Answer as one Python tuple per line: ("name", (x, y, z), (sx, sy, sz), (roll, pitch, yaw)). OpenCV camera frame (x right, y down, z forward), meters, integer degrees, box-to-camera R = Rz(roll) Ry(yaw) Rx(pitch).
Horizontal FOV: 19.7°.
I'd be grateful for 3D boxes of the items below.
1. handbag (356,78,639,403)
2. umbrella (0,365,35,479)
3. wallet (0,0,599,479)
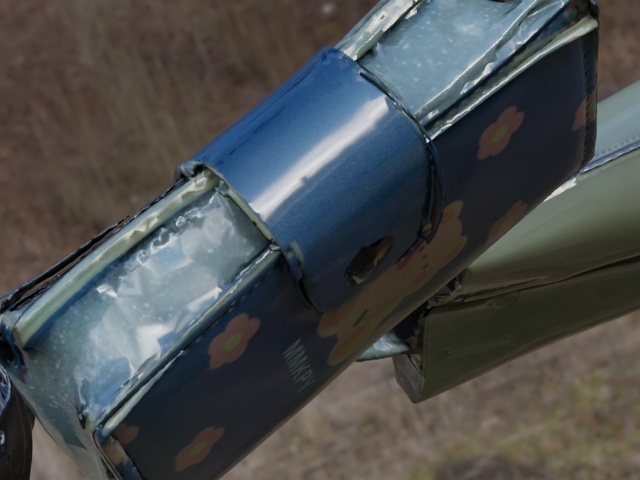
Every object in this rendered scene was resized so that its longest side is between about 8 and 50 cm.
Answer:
("handbag", (0.124, 0.014, 0.990), (0.315, 0.109, 0.241), (-29, -18, -14))
("umbrella", (-0.264, 0.148, 1.192), (0.110, 0.122, 0.272), (-52, -4, 31))
("wallet", (0.000, 0.001, 0.571), (0.202, 0.059, 0.141), (-41, -25, -11))
